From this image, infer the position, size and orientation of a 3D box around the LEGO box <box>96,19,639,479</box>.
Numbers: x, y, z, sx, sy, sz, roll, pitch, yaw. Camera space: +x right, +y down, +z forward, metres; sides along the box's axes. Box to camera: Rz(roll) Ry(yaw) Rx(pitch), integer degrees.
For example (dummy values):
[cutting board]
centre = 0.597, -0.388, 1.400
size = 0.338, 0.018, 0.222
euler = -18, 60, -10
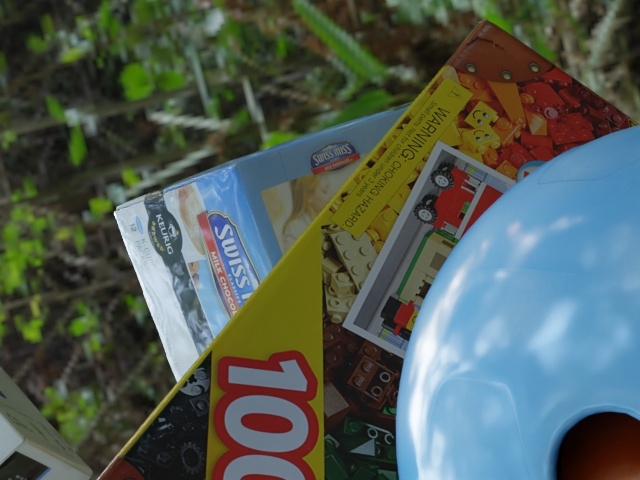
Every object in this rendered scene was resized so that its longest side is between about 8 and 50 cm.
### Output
[LEGO box]
centre = 0.110, 0.150, 1.009
size = 0.372, 0.500, 0.193
euler = 35, 144, 5

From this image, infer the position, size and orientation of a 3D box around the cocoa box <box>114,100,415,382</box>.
[cocoa box]
centre = 0.000, 0.000, 1.721
size = 0.228, 0.347, 0.231
euler = -15, 95, 48

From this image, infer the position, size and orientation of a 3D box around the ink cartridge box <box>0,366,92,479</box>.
[ink cartridge box]
centre = -0.347, 0.096, 1.377
size = 0.332, 0.065, 0.165
euler = 45, 177, 22

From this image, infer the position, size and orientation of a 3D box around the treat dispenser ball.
[treat dispenser ball]
centre = 0.178, 0.087, 0.698
size = 0.288, 0.288, 0.288
euler = 164, 90, -78
